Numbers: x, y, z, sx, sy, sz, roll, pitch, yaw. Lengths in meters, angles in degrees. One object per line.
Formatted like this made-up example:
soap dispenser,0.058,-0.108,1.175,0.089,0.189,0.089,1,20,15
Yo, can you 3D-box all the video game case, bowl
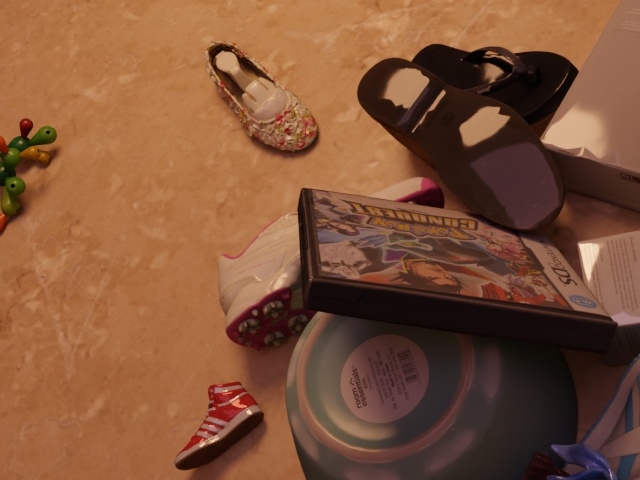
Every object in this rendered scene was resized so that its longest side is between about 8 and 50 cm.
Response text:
video game case,0.117,0.020,0.870,0.275,0.035,0.248,9,21,-6
bowl,0.089,0.154,0.902,0.312,0.163,0.311,-12,57,19

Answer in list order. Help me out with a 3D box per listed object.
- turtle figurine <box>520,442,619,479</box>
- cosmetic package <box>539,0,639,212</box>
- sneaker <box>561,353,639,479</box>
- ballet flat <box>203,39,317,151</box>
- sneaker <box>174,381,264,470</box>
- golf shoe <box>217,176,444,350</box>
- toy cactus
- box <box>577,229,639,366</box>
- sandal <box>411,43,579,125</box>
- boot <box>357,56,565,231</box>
turtle figurine,0.157,0.317,0.723,0.266,0.198,0.274,-26,62,20
cosmetic package,0.357,-0.160,0.988,0.127,0.107,0.238,25,79,36
sneaker,0.310,0.161,0.799,0.092,0.087,0.228,39,119,33
ballet flat,-0.097,-0.208,1.253,0.091,0.077,0.241,-44,54,-4
sneaker,-0.130,0.215,1.048,0.118,0.042,0.067,-34,57,-5
golf shoe,0.000,0.000,1.067,0.306,0.115,0.140,-33,50,5
toy cactus,-0.520,-0.114,1.404,0.219,0.112,0.180,-54,44,1
box,0.313,0.057,0.883,0.087,0.102,0.101,-13,57,21
sandal,0.192,-0.197,1.081,0.255,0.054,0.097,17,78,47
boot,0.174,-0.104,1.031,0.112,0.115,0.305,-46,53,3
